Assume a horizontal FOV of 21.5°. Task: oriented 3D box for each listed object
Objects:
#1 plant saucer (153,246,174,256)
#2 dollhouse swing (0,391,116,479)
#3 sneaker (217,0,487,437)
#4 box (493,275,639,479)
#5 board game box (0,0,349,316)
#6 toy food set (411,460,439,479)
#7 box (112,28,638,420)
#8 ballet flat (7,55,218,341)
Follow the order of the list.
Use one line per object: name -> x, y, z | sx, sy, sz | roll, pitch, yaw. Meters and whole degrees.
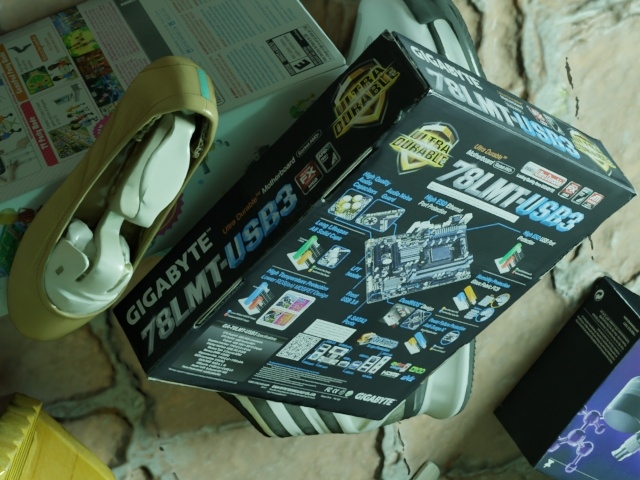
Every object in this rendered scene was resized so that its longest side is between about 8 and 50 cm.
plant saucer -> -0.181, -0.021, 1.414 | 0.192, 0.018, 0.067 | 9, 116, -26
dollhouse swing -> -0.167, 0.338, 1.346 | 0.305, 0.347, 0.315 | 20, 97, -4
sneaker -> 0.000, 0.001, 1.405 | 0.257, 0.169, 0.447 | -14, 127, -19
box -> 0.335, 0.176, 1.704 | 0.261, 0.103, 0.184 | 27, 110, -33
board game box -> -0.146, -0.090, 1.258 | 0.303, 0.224, 0.097 | -22, 128, -8
toy food set -> 0.155, 0.330, 1.741 | 0.218, 0.071, 0.128 | 35, 103, -35
box -> 0.047, 0.006, 1.245 | 0.293, 0.073, 0.295 | -46, 146, 21
ballet flat -> -0.140, -0.015, 1.120 | 0.080, 0.073, 0.232 | 19, 111, -30
